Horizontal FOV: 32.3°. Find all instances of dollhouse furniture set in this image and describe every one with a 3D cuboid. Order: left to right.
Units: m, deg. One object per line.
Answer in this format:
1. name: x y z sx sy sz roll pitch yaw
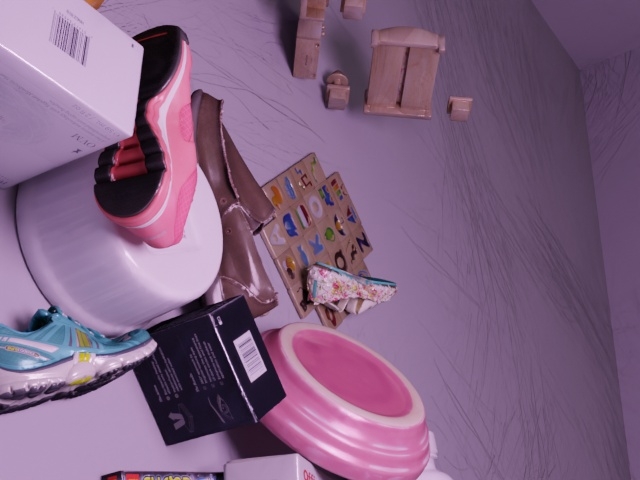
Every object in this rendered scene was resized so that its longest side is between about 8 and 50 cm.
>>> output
1. dollhouse furniture set: 0.134 -0.402 2.115 0.303 0.355 0.174 97 -2 -55

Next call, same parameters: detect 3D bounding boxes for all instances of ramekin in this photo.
1. ramekin: -0.253 -0.022 1.464 0.277 0.135 0.277 38 42 -44

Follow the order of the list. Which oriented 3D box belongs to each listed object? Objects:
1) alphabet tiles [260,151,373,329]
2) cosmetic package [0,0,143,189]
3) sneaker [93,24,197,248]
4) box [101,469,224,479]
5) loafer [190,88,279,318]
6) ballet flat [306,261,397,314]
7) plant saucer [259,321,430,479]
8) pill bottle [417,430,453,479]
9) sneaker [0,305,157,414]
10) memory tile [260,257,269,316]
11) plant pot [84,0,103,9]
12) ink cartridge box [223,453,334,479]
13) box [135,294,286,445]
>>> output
1. alphabet tiles: 0.000 0.000 2.007 0.285 0.011 0.342 65 29 -10
2. cosmetic package: -0.367 -0.191 1.280 0.224 0.224 0.138 35 48 -45
3. sneaker: -0.210 -0.128 1.385 0.136 0.116 0.314 59 27 -54
4. box: -0.194 0.357 1.433 0.207 0.036 0.114 17 58 -55
5. loafer: -0.135 -0.046 1.649 0.134 0.130 0.366 144 -62 -78
6. ballet flat: 0.049 0.091 1.962 0.241 0.091 0.077 16 90 -51
7. plant saucer: 0.030 0.229 1.660 0.332 0.084 0.332 27 19 -10
8. pill bottle: 0.140 0.482 1.768 0.188 0.188 0.334 21 55 -54
9. sneaker: -0.301 0.128 1.332 0.275 0.107 0.110 -2 66 -60
10. memory tile: -0.132 0.062 1.743 0.148 0.012 0.113 12 62 -56
11. plant pot: -0.364 -0.353 1.436 0.188 0.205 0.205 -40 108 -75
12. ink cartridge box: -0.044 0.447 1.508 0.197 0.114 0.273 53 29 -59
13. box: -0.155 0.174 1.485 0.093 0.158 0.156 -32 101 -60
